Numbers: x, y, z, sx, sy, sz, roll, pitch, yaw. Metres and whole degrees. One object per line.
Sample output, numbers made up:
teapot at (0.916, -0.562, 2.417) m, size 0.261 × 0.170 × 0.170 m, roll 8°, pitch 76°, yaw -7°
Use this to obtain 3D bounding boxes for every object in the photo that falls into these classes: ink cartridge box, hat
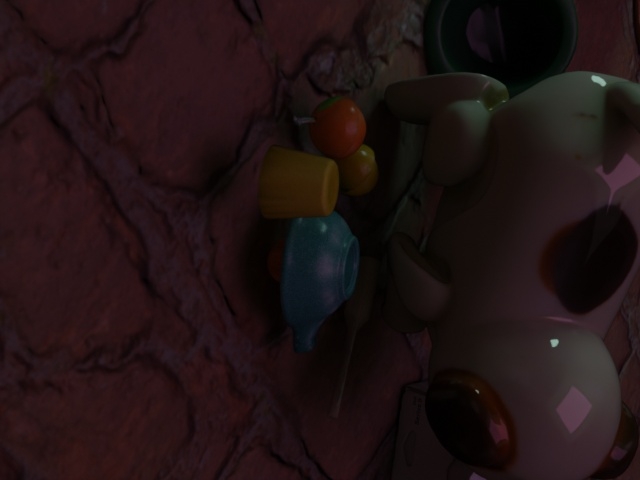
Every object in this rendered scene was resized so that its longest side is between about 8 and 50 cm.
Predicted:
ink cartridge box at (0.193, 0.255, 1.409) m, size 0.212 × 0.093 × 0.154 m, roll -3°, pitch 103°, yaw -48°
hat at (0.215, -0.260, 1.350) m, size 0.208 × 0.183 × 0.173 m, roll 13°, pitch 102°, yaw -8°

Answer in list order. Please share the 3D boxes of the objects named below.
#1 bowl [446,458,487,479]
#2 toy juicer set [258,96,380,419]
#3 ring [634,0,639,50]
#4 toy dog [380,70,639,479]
bowl at (0.201, 0.297, 1.317) m, size 0.142 × 0.053 × 0.142 m, roll -31°, pitch 123°, yaw -40°
toy juicer set at (0.000, 0.000, 1.131) m, size 0.209 × 0.089 × 0.329 m, roll -68°, pitch 158°, yaw -45°
ring at (0.595, -0.415, 1.767) m, size 0.336 × 0.032 × 0.336 m, roll -17°, pitch 113°, yaw -46°
toy dog at (0.234, 0.051, 1.136) m, size 0.284 × 0.395 × 0.408 m, roll 13°, pitch 82°, yaw -34°
